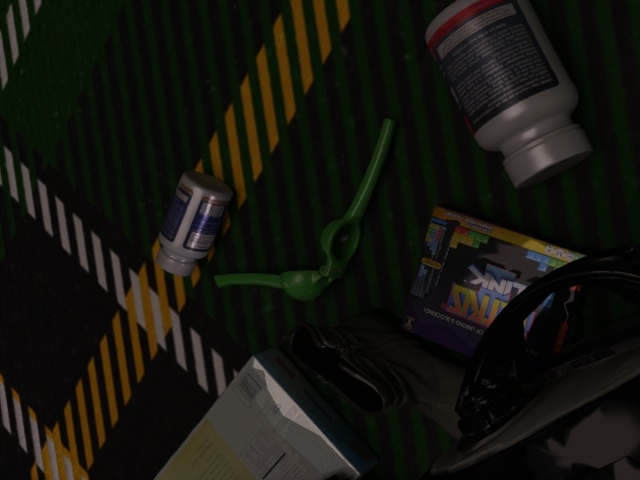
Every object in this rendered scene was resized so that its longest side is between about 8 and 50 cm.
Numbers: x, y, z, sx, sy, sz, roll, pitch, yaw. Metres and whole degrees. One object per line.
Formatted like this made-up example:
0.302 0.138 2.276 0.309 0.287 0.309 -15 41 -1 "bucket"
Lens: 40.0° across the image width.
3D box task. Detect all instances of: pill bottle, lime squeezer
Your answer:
-0.159 -0.020 1.085 0.067 0.067 0.120 33 108 24 "pill bottle"
0.000 0.000 1.013 0.310 0.059 0.110 -42 43 27 "lime squeezer"
0.186 -0.147 0.854 0.108 0.108 0.180 -30 78 28 "pill bottle"

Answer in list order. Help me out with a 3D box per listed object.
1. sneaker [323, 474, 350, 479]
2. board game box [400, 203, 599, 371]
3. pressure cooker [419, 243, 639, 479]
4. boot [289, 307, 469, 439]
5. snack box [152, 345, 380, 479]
-0.035 0.316 0.970 0.227 0.130 0.087 -14 95 55 "sneaker"
0.181 0.053 0.906 0.170 0.048 0.141 20 102 27 "board game box"
0.283 0.206 0.663 0.370 0.375 0.420 -36 78 19 "pressure cooker"
0.090 0.158 0.900 0.246 0.161 0.083 32 109 24 "boot"
-0.095 0.308 1.074 0.187 0.060 0.322 46 113 17 "snack box"
